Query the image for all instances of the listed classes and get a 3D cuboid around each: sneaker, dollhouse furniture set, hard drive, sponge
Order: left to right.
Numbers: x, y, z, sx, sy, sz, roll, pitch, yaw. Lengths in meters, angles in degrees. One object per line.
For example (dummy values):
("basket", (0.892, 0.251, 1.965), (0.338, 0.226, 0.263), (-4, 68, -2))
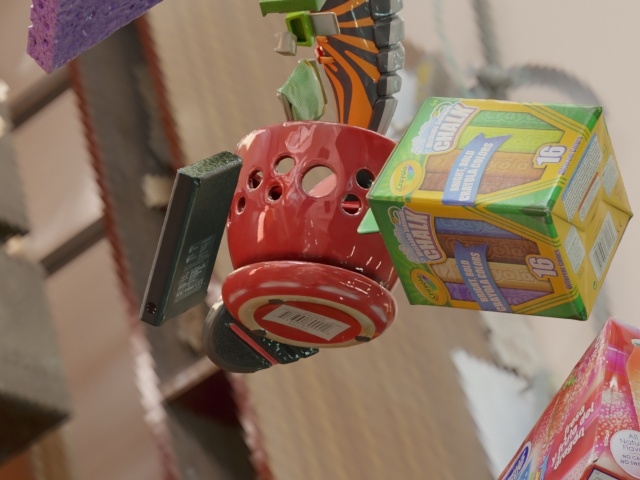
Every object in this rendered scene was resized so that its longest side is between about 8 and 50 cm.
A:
("sponge", (-0.127, -0.214, 1.472), (0.210, 0.117, 0.031), (-38, 77, -23))
("hard drive", (-0.107, -0.003, 1.643), (0.022, 0.135, 0.094), (23, 20, 17))
("sneaker", (-0.010, 0.026, 2.075), (0.116, 0.314, 0.136), (49, -20, -12))
("sneaker", (-0.009, -0.250, 2.054), (0.124, 0.180, 0.321), (-130, -141, -68))
("dollhouse furniture set", (-0.007, -0.170, 1.860), (0.076, 0.058, 0.152), (-59, 141, -51))

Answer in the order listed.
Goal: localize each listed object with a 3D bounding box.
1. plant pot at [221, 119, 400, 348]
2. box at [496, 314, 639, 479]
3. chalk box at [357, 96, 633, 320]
("plant pot", (0.000, 0.000, 1.892), (0.191, 0.191, 0.174), (33, 54, -43))
("box", (0.156, 0.184, 1.102), (0.128, 0.257, 0.123), (23, 40, -4))
("chalk box", (0.130, -0.030, 1.641), (0.132, 0.213, 0.132), (-61, 142, -36))
